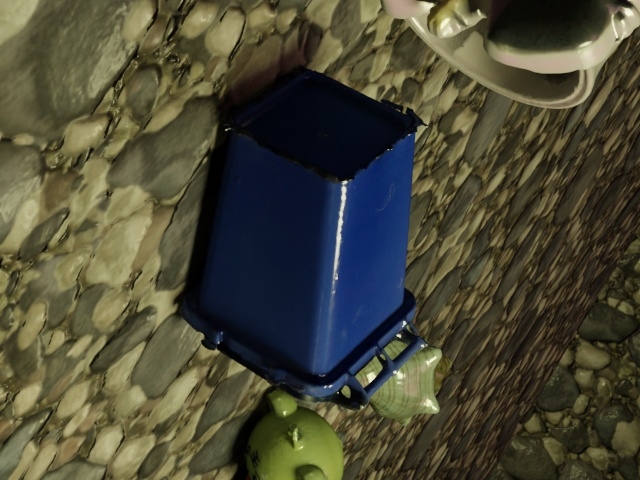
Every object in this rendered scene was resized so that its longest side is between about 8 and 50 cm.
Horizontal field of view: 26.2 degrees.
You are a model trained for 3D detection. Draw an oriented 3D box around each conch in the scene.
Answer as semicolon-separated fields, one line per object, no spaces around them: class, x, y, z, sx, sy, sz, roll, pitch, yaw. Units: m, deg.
conch;0.100;0.154;1.665;0.234;0.114;0.137;27;83;-64

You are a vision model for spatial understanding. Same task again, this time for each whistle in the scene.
whistle;-0.031;0.271;1.530;0.106;0.131;0.288;-17;150;-14

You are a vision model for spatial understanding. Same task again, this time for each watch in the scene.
watch;0.155;-0.188;1.070;0.196;0.244;0.231;-52;152;-14

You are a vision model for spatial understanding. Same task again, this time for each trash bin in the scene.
trash bin;0.000;0.000;1.111;0.162;0.184;0.234;-39;149;-42
